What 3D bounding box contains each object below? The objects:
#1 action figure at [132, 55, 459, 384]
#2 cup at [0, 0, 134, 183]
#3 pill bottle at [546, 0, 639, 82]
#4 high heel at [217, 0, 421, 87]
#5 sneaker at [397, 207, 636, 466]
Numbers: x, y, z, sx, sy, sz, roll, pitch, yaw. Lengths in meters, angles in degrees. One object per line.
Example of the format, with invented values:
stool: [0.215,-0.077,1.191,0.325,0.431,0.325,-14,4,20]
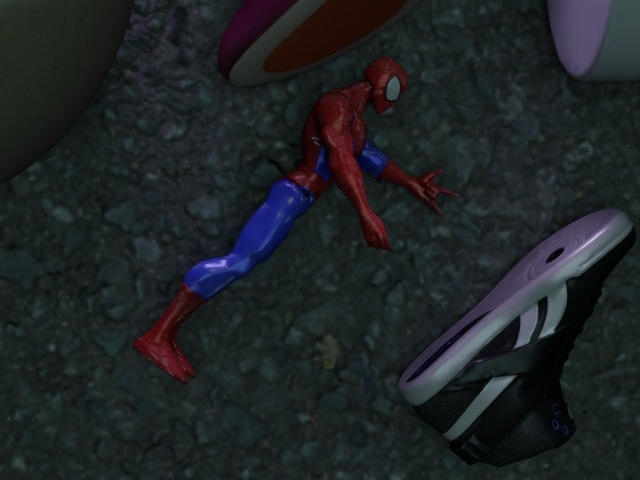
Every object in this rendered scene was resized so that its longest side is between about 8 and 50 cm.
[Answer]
action figure: [0.000,0.000,1.112,0.139,0.091,0.280,34,90,-1]
cup: [-0.243,-0.200,0.939,0.331,0.237,0.331,5,80,-28]
pill bottle: [0.357,-0.206,1.084,0.361,0.204,0.204,-2,94,-7]
high heel: [0.040,-0.282,1.112,0.377,0.127,0.181,-40,69,1]
sneaker: [0.175,0.083,1.149,0.217,0.079,0.121,-41,101,5]
